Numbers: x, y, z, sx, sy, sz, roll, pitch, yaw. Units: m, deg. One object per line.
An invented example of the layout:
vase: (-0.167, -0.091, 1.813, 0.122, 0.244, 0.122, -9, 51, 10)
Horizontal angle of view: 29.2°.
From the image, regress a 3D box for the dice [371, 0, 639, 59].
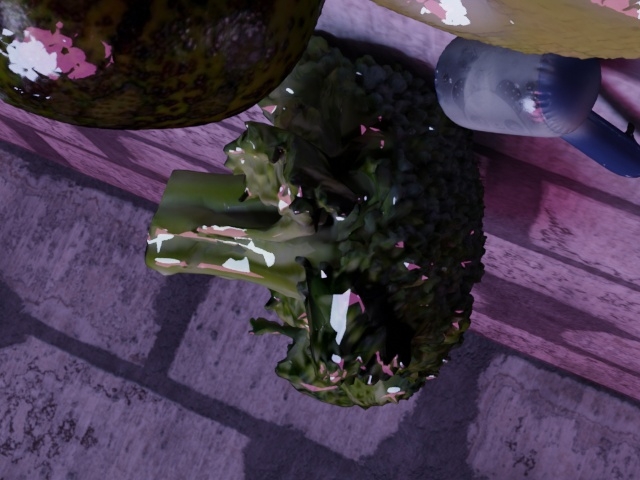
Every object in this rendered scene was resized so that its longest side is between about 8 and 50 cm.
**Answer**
dice: (0.058, -0.159, 0.329, 0.166, 0.169, 0.169, 30, 169, -34)

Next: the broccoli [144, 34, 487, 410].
broccoli: (0.022, -0.005, 1.086, 0.317, 0.277, 0.338, 20, 168, -26)

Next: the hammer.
hammer: (0.173, -0.086, 0.862, 0.194, 0.069, 0.116, 24, 172, -41)

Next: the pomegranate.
pomegranate: (-0.096, -0.185, 0.587, 0.204, 0.222, 0.276, 27, 142, 28)
